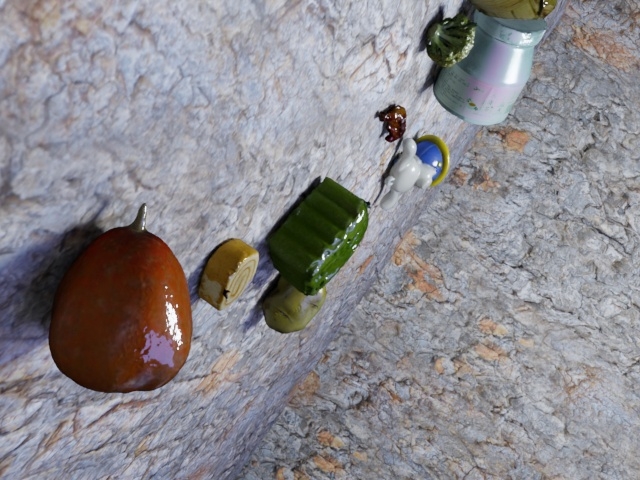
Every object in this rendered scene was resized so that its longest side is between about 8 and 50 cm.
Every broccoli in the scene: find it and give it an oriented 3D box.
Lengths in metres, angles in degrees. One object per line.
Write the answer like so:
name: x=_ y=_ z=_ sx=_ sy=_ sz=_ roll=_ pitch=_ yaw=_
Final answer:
broccoli: x=0.318 y=-0.495 z=1.431 sx=0.120 sy=0.131 sz=0.130 roll=14 pitch=121 yaw=-31

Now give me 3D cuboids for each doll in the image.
doll: x=0.324 y=-0.218 z=1.981 sx=0.242 sy=0.159 sz=0.311 roll=-39 pitch=163 yaw=-49

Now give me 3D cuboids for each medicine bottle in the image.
medicine bottle: x=0.479 y=-0.513 z=1.643 sx=0.245 sy=0.245 sz=0.290 roll=-42 pitch=159 yaw=-40

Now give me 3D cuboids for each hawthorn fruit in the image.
hawthorn fruit: x=-0.257 y=0.073 z=0.770 sx=0.199 sy=0.199 sz=0.251 roll=-7 pitch=107 yaw=-71

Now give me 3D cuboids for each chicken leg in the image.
chicken leg: x=0.201 y=-0.321 z=1.569 sx=0.089 sy=0.048 sz=0.219 roll=-57 pitch=166 yaw=-1

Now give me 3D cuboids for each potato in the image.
potato: x=-0.072 y=0.169 z=1.637 sx=0.200 sy=0.137 sz=0.154 roll=-54 pitch=165 yaw=4

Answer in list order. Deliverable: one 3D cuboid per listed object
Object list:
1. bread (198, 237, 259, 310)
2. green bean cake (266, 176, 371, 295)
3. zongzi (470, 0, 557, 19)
bread: x=-0.182 y=0.070 z=1.185 sx=0.122 sy=0.073 sz=0.149 roll=-41 pitch=161 yaw=-48
green bean cake: x=0.000 y=0.000 z=1.449 sx=0.247 sy=0.156 sz=0.250 roll=-49 pitch=165 yaw=-16
zongzi: x=0.311 y=-0.670 z=1.009 sx=0.500 sy=0.218 sz=0.467 roll=-9 pitch=109 yaw=-54
